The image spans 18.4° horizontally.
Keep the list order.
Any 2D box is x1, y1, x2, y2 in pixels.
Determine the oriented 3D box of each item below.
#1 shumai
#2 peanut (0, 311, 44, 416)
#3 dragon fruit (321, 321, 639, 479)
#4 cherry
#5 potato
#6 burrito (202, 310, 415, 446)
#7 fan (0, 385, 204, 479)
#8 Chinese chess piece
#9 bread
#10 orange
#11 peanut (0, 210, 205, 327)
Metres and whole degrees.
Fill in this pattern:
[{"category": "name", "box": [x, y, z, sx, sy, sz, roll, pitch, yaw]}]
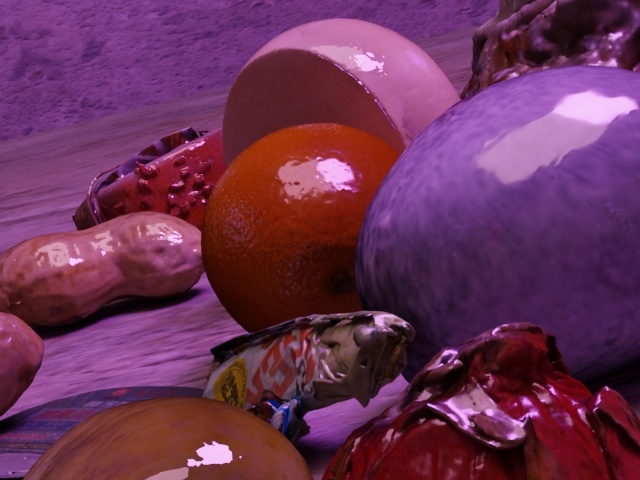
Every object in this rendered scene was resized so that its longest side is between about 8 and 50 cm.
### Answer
[{"category": "shumai", "box": [0.272, -0.210, 1.876, 0.395, 0.348, 0.395, -11, 14, 3]}, {"category": "peanut", "box": [-0.328, 0.122, 1.583, 0.226, 0.095, 0.108, -25, 40, -15]}, {"category": "dragon fruit", "box": [0.080, 0.118, 1.039, 0.218, 0.148, 0.224, -14, 11, 3]}, {"category": "cherry", "box": [0.163, -0.007, 1.381, 0.296, 0.218, 0.255, -34, 25, -20]}, {"category": "potato", "box": [-0.086, 0.168, 0.995, 0.197, 0.148, 0.228, -37, 9, -27]}, {"category": "burrito", "box": [-0.021, 0.105, 1.381, 0.054, 0.104, 0.288, 26, -22, -22]}, {"category": "fan", "box": [-0.191, 0.159, 1.512, 0.223, 0.012, 0.294, -11, 12, 12]}, {"category": "Chinese chess piece", "box": [0.026, -0.077, 1.768, 0.251, 0.250, 0.097, -1, 20, 47]}, {"category": "bread", "box": [-0.142, -0.042, 2.119, 0.224, 0.142, 0.212, -26, 2, -43]}, {"category": "orange", "box": [0.000, 0.000, 1.606, 0.206, 0.206, 0.206, -14, 12, 3]}, {"category": "peanut", "box": [-0.218, 0.028, 1.954, 0.229, 0.098, 0.103, -16, 53, -3]}]
